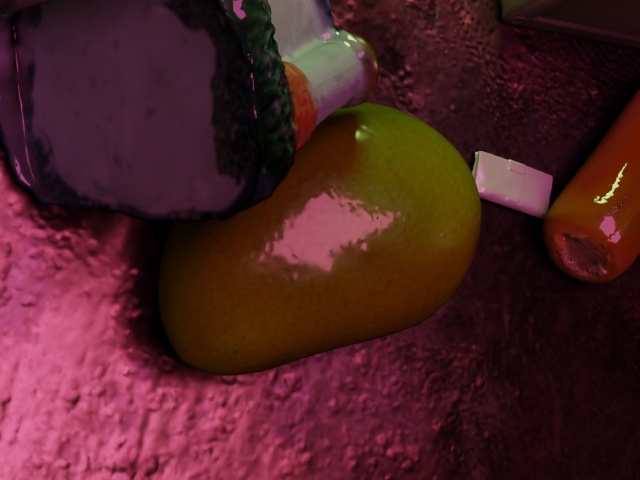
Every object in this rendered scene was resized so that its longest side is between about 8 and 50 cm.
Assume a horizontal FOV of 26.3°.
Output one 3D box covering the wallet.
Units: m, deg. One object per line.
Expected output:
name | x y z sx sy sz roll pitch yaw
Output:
wallet | 0.171 -0.049 1.223 0.083 0.011 0.044 18 72 -23

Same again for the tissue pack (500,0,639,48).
tissue pack | 0.301 -0.264 1.250 0.246 0.159 0.135 6 78 -27

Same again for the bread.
bread | 0.294 -0.063 1.252 0.239 0.074 0.092 -51 116 -25

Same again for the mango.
mango | 0.000 -0.009 1.053 0.273 0.149 0.185 -14 89 -24

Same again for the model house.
model house | -0.073 -0.153 1.015 0.291 0.253 0.184 -39 119 -45
